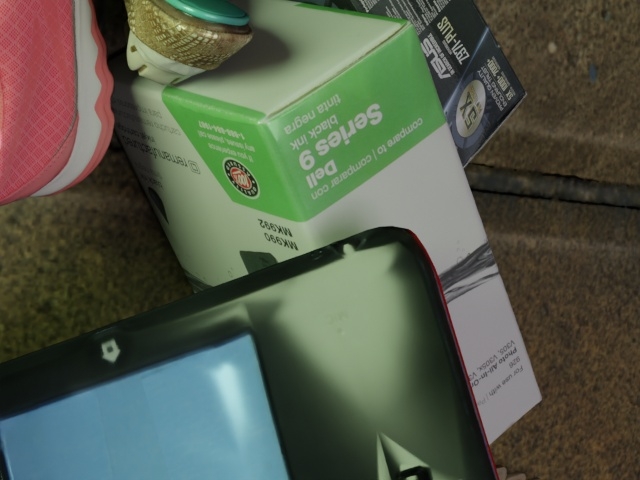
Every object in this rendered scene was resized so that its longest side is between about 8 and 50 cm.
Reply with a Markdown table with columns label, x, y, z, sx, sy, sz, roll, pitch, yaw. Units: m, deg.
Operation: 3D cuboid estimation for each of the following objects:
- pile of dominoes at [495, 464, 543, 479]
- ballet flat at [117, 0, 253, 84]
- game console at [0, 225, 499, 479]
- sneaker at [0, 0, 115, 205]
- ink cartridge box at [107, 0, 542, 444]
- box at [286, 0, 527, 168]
| label | x | y | z | sx | sy | sz | roll | pitch | yaw |
| --- | --- | --- | --- | --- | --- | --- | --- | --- | --- |
| pile of dominoes | 0.127 | 0.285 | 1.190 | 0.251 | 0.040 | 0.196 | 26 | 87 | -46 |
| ballet flat | -0.086 | -0.128 | 0.805 | 0.073 | 0.206 | 0.067 | 21 | 108 | -18 |
| game console | -0.072 | 0.208 | 0.756 | 0.060 | 0.386 | 0.342 | 6 | 65 | -71 |
| sneaker | -0.181 | -0.161 | 0.738 | 0.136 | 0.116 | 0.314 | -46 | 136 | -64 |
| ink cartridge box | 0.000 | 0.000 | 0.889 | 0.121 | 0.211 | 0.289 | -37 | 121 | -24 |
| box | 0.030 | -0.145 | 0.911 | 0.077 | 0.147 | 0.180 | -48 | 126 | -16 |
